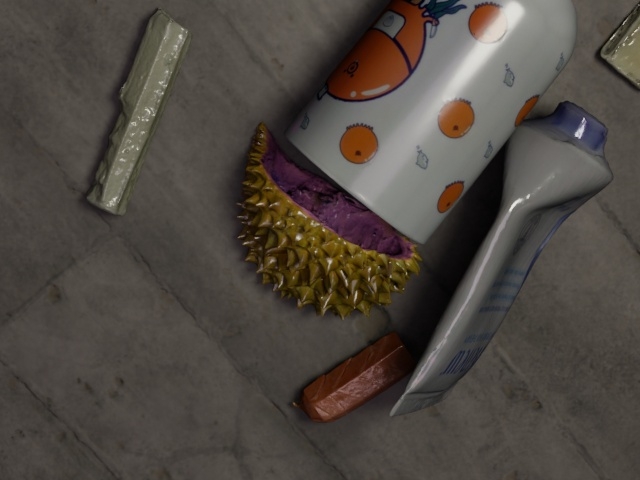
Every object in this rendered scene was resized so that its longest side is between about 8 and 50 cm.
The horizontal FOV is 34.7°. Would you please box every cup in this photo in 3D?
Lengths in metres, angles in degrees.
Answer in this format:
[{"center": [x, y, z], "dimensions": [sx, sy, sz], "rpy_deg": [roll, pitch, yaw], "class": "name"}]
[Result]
[{"center": [0.137, -0.181, 1.187], "dimensions": [0.212, 0.212, 0.317], "rpy_deg": [38, 96, -13], "class": "cup"}]

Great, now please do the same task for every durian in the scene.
[{"center": [-0.005, 0.012, 1.278], "dimensions": [0.261, 0.153, 0.186], "rpy_deg": [24, 126, -3], "class": "durian"}]

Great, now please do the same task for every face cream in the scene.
[{"center": [0.219, 0.025, 1.259], "dimensions": [0.137, 0.235, 0.420], "rpy_deg": [32, 100, 20], "class": "face cream"}]

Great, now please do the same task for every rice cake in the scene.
[{"center": [-0.221, -0.153, 1.241], "dimensions": [0.057, 0.052, 0.256], "rpy_deg": [27, 102, 18], "class": "rice cake"}]

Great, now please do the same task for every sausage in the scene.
[{"center": [0.042, 0.187, 1.348], "dimensions": [0.169, 0.065, 0.065], "rpy_deg": [-33, 105, 1], "class": "sausage"}]

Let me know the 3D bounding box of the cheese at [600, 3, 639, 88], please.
[{"center": [0.500, -0.365, 1.264], "dimensions": [0.085, 0.034, 0.400], "rpy_deg": [36, 99, -13], "class": "cheese"}]
